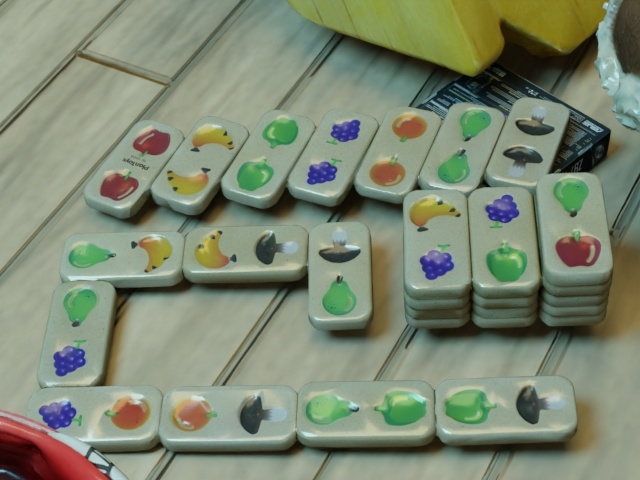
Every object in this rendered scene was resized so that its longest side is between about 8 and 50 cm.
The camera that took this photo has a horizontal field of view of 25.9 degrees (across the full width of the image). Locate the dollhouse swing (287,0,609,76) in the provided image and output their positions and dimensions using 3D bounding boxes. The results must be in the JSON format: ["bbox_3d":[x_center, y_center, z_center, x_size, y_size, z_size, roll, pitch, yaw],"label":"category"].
[{"bbox_3d":[0.035,-0.286,0.833,0.305,0.315,0.347,0,33,48],"label":"dollhouse swing"}]

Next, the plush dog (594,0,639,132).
[{"bbox_3d":[0.288,-0.068,0.632,0.262,0.210,0.225,-37,67,6],"label":"plush dog"}]

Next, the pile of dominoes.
[{"bbox_3d":[0.000,0.000,0.626,0.251,0.040,0.196,-2,51,4],"label":"pile of dominoes"}]

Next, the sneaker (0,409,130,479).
[{"bbox_3d":[-0.138,0.090,0.492,0.090,0.145,0.270,-37,56,-28],"label":"sneaker"}]

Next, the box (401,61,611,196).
[{"bbox_3d":[0.093,-0.053,0.702,0.083,0.018,0.067,35,57,29],"label":"box"}]
